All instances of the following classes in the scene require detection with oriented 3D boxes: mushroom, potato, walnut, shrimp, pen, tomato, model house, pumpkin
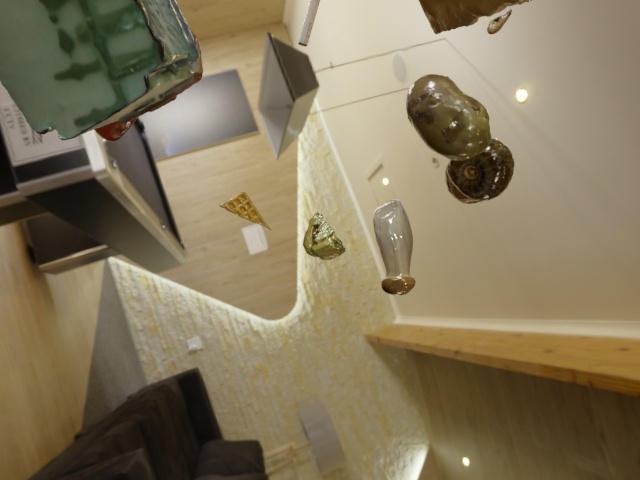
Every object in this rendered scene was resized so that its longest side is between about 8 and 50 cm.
[{"bbox_3d":[0.243,0.010,1.504,0.128,0.129,0.349,102,-12,-67],"label":"mushroom"},{"bbox_3d":[0.324,-0.317,1.182,0.262,0.165,0.165,49,-20,21],"label":"potato"},{"bbox_3d":[0.592,-0.250,1.745,0.228,0.228,0.227,162,-90,-78],"label":"walnut"},{"bbox_3d":[0.664,-0.818,1.698,0.023,0.108,0.059,25,18,-47],"label":"shrimp"},{"bbox_3d":[-0.013,-0.719,1.360,0.033,0.033,0.268,51,-54,59],"label":"pen"},{"bbox_3d":[-0.564,-0.362,1.190,0.174,0.166,0.082,61,28,10],"label":"tomato"},{"bbox_3d":[-0.349,-0.342,0.810,0.251,0.295,0.329,65,19,-11],"label":"model house"},{"bbox_3d":[0.530,-0.240,1.507,0.219,0.162,0.218,31,-39,29],"label":"pumpkin"}]

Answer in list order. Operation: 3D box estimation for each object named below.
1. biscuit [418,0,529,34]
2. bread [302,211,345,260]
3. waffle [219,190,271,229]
[{"bbox_3d":[0.416,-0.844,1.377,0.446,0.104,0.429,53,-12,-33],"label":"biscuit"},{"bbox_3d":[-0.004,-0.002,1.415,0.103,0.110,0.156,49,4,-47],"label":"bread"},{"bbox_3d":[-0.290,-0.085,1.764,0.191,0.125,0.032,59,-23,-13],"label":"waffle"}]
